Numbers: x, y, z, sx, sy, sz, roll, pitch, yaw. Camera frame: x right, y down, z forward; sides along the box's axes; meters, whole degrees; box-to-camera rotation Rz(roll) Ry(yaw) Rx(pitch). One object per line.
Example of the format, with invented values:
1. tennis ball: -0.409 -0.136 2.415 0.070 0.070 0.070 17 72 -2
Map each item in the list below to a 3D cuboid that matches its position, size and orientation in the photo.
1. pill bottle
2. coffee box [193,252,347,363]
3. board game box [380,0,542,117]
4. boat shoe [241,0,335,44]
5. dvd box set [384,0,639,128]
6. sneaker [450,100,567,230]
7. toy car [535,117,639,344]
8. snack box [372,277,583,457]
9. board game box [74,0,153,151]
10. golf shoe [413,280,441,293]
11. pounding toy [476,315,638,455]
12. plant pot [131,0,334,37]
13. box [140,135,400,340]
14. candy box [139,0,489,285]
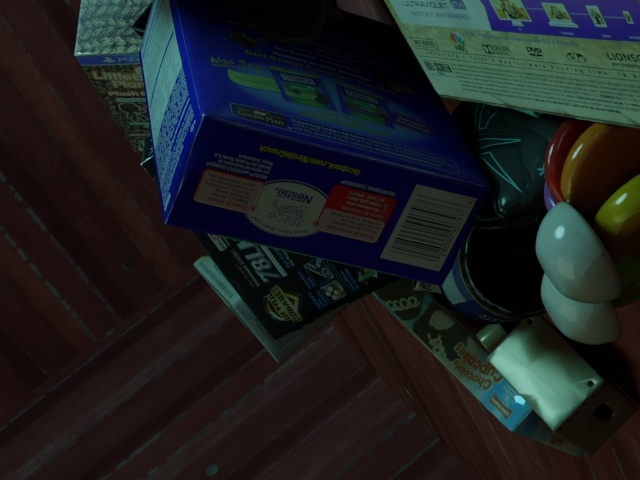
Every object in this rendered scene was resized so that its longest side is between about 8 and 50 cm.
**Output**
1. pill bottle: 0.192 0.027 1.440 0.123 0.123 0.219 52 173 2
2. coffee box: 0.000 0.000 1.769 0.119 0.297 0.168 54 172 -29
3. board game box: 0.116 -0.195 1.149 0.160 0.047 0.210 56 172 -23
4. boat shoe: -0.005 -0.300 1.104 0.110 0.104 0.307 24 147 -1
5. dvd box set: 0.081 -0.261 0.848 0.420 0.062 0.307 56 162 -25
6. sneaker: 0.159 -0.073 1.246 0.101 0.106 0.267 53 174 -16
7. toy car: 0.215 -0.024 0.959 0.136 0.159 0.182 57 176 28
8. snack box: 0.226 0.164 1.855 0.187 0.060 0.322 26 -166 -48
9. board game box: -0.235 -0.296 1.951 0.291 0.141 0.232 70 -159 -64
10. golf shoe: 0.164 0.049 1.831 0.176 0.086 0.069 53 170 -22
11. pounding toy: 0.278 0.149 1.608 0.206 0.094 0.181 49 -172 37
12. plant pot: -0.086 -0.259 1.582 0.167 0.188 0.187 43 176 -23
13. box: -0.006 -0.061 1.551 0.295 0.293 0.073 55 -163 -27
14. candy box: -0.021 -0.117 1.243 0.268 0.122 0.317 13 -148 -20
